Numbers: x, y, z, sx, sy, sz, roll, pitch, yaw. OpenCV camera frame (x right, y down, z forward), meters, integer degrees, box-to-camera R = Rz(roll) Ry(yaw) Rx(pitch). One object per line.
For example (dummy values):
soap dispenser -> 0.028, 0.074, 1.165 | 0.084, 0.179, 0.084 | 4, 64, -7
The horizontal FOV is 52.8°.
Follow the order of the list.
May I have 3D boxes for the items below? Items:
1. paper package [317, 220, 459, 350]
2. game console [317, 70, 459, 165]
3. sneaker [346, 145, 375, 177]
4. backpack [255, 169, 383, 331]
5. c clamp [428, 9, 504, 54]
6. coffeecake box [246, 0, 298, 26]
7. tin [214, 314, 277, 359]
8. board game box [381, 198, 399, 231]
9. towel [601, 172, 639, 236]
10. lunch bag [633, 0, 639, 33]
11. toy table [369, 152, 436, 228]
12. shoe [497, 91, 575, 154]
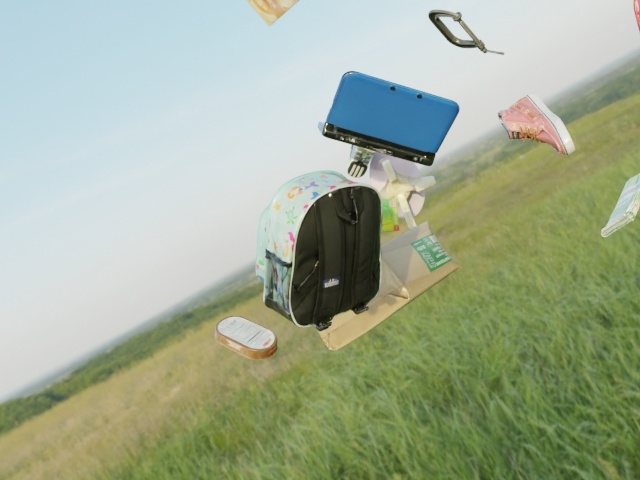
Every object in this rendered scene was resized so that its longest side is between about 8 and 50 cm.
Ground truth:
paper package -> 0.170, 0.121, 1.761 | 0.309, 0.168, 0.325 | -40, -11, 36
game console -> 0.160, -0.308, 1.615 | 0.250, 0.293, 0.173 | -108, 34, -74
sneaker -> 0.149, -0.331, 2.148 | 0.228, 0.086, 0.132 | -57, 20, 31
backpack -> 0.000, 0.000, 1.161 | 0.225, 0.253, 0.191 | -17, 35, -35
c clamp -> 0.319, -0.467, 1.439 | 0.137, 0.161, 0.022 | 25, 86, 55
coffeecake box -> -0.119, -0.701, 1.745 | 0.185, 0.142, 0.068 | -37, 40, 14
tin -> -0.204, 0.263, 1.762 | 0.190, 0.040, 0.106 | 21, 39, 26
board game box -> 0.128, -0.066, 1.796 | 0.182, 0.092, 0.043 | -4, 0, -22
towel -> 0.654, -0.087, 1.375 | 0.152, 0.023, 0.113 | -57, -4, -21
lunch bag -> 0.844, -0.472, 1.371 | 0.120, 0.258, 0.293 | -22, 7, -42
toy table -> 0.264, -0.179, 2.211 | 0.252, 0.274, 0.161 | -33, 16, 14
shoe -> 0.389, -0.199, 1.174 | 0.081, 0.063, 0.178 | -28, 42, 11
